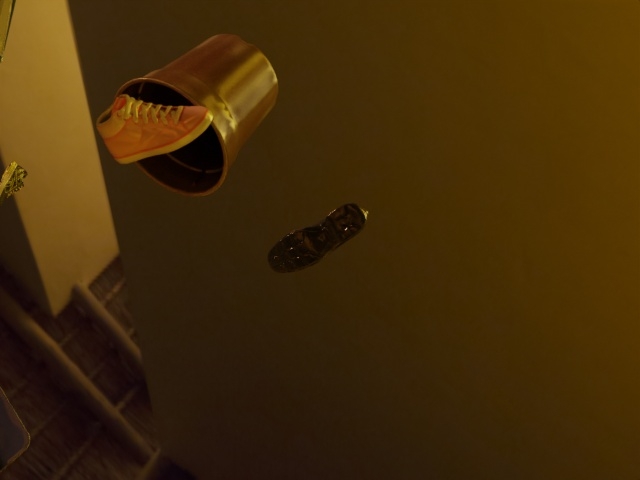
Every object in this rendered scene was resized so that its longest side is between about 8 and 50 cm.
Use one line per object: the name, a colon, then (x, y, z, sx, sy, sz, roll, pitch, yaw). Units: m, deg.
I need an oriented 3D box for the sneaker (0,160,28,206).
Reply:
sneaker: (-0.487, -0.086, 1.415, 0.035, 0.031, 0.083, 29, -122, -24)

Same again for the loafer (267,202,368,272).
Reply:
loafer: (0.000, 0.000, 1.354, 0.170, 0.061, 0.062, -26, -95, 16)

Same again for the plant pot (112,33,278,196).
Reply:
plant pot: (-0.145, -0.169, 1.139, 0.167, 0.167, 0.165, 24, -133, 17)

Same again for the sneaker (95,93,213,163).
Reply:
sneaker: (-0.191, -0.135, 1.005, 0.134, 0.070, 0.051, -16, -142, 22)

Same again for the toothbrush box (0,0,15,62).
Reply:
toothbrush box: (-0.503, -0.280, 1.002, 0.296, 0.216, 0.126, 8, -96, 46)

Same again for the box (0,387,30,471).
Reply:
box: (-0.351, 0.185, 0.721, 0.225, 0.036, 0.136, -42, -117, 0)
